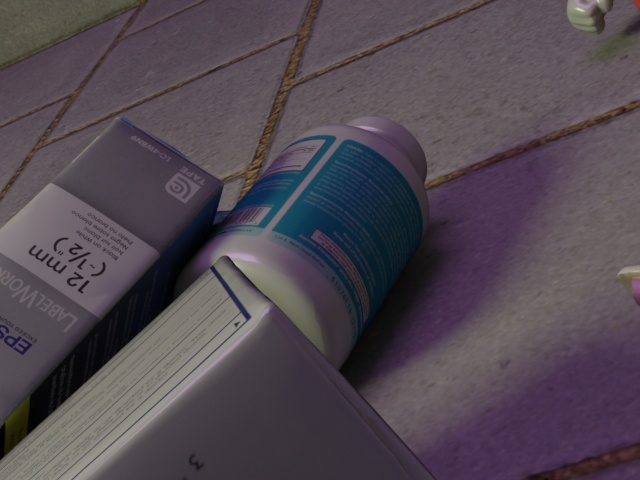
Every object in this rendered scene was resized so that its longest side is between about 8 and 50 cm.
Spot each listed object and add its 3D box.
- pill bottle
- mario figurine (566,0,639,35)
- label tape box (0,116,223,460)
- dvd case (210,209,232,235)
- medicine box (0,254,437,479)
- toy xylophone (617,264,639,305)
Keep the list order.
[{"bbox_3d":[0.000,0.000,1.085,0.146,0.146,0.264,-11,28,37],"label":"pill bottle"},{"bbox_3d":[0.372,-0.283,1.349,0.198,0.170,0.320,-59,-2,26],"label":"mario figurine"},{"bbox_3d":[-0.230,0.102,1.002,0.347,0.115,0.249,-49,-12,-37],"label":"label tape box"},{"bbox_3d":[-0.210,0.004,1.414,0.180,0.022,0.253,-23,15,-40],"label":"dvd case"},{"bbox_3d":[-0.091,0.157,0.713,0.263,0.149,0.289,-42,8,-4],"label":"medicine box"},{"bbox_3d":[0.347,-0.042,0.849,0.236,0.081,0.322,-10,29,41],"label":"toy xylophone"}]
